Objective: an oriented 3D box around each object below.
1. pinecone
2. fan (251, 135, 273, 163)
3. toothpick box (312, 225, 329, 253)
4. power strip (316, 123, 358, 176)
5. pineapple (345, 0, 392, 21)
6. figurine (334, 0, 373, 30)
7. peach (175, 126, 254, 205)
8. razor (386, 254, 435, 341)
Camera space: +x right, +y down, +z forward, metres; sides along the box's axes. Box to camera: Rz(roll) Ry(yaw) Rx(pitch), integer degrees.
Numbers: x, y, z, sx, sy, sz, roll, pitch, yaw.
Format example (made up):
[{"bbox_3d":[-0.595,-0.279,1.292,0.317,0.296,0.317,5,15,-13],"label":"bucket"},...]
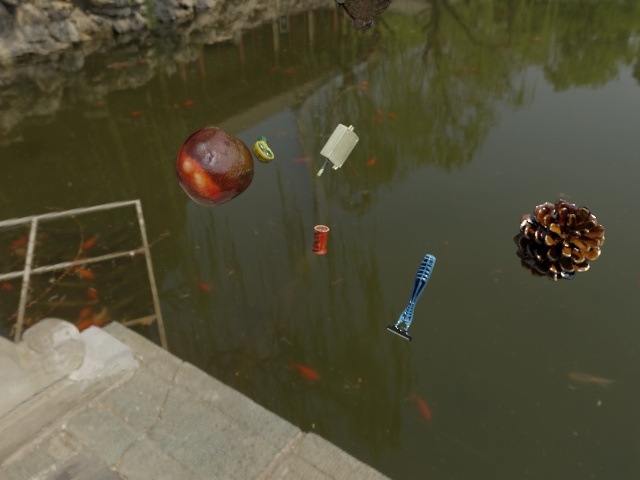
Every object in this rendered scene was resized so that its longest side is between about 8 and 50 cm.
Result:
[{"bbox_3d":[0.743,-0.004,1.626,0.264,0.264,0.264,-1,32,1],"label":"pinecone"},{"bbox_3d":[-0.210,-0.331,1.912,0.039,0.082,0.155,-40,29,22],"label":"fan"},{"bbox_3d":[0.000,0.000,1.654,0.047,0.083,0.047,5,23,-2],"label":"toothpick box"},{"bbox_3d":[0.044,-0.261,1.568,0.042,0.175,0.075,36,2,39],"label":"power strip"},{"bbox_3d":[0.135,-0.575,1.199,0.108,0.108,0.197,-19,8,-26],"label":"pineapple"},{"bbox_3d":[0.097,-0.940,1.993,0.204,0.332,0.185,7,74,10],"label":"figurine"},{"bbox_3d":[-0.319,-0.214,1.598,0.243,0.244,0.199,-19,-4,-26],"label":"peach"},{"bbox_3d":[0.269,0.158,1.514,0.082,0.253,0.042,23,15,18],"label":"razor"}]
